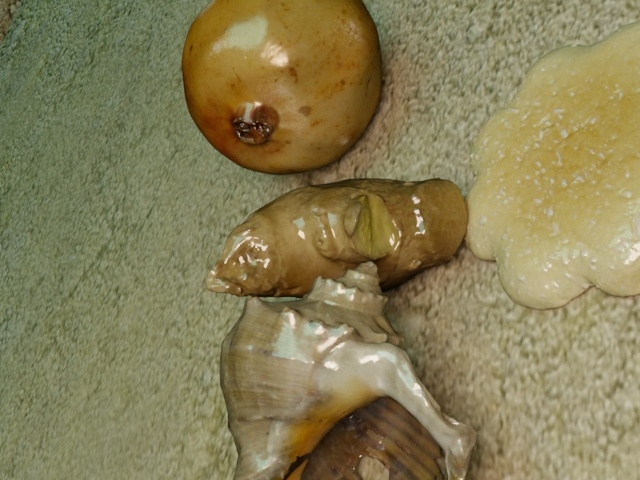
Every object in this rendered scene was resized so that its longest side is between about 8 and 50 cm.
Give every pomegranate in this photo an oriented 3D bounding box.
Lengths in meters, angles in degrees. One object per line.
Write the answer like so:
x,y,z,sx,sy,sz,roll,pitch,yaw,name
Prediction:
-0.044,-0.207,1.133,0.264,0.264,0.264,-27,46,32,pomegranate

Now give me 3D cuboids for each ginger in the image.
0.000,0.000,0.935,0.219,0.270,0.123,-22,73,60,ginger

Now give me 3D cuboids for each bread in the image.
0.258,-0.081,0.877,0.316,0.054,0.316,-26,49,34,bread

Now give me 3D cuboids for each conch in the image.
0.026,0.184,0.833,0.263,0.186,0.324,19,108,38,conch
